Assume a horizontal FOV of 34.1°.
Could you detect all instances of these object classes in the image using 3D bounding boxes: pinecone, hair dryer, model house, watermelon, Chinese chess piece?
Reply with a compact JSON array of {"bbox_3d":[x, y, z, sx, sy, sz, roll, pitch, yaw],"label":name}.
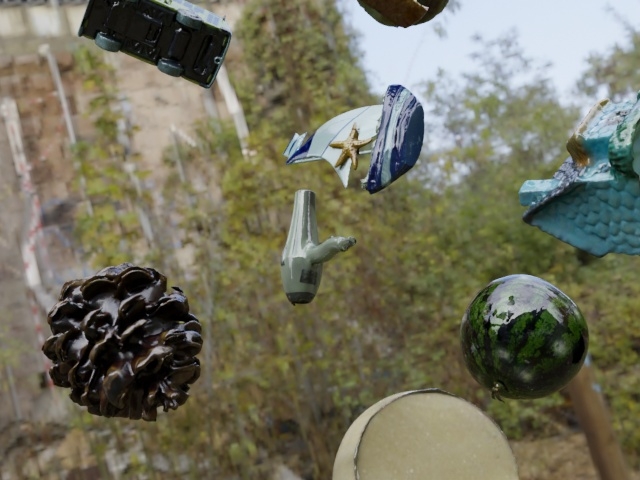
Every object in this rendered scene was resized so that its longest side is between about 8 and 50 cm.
[{"bbox_3d":[-0.289,0.157,1.604,0.257,0.244,0.243,10,10,34],"label":"pinecone"},{"bbox_3d":[-0.011,-0.018,1.973,0.088,0.219,0.225,10,-40,-28],"label":"hair dryer"},{"bbox_3d":[0.456,-0.132,1.671,0.241,0.226,0.261,2,35,42],"label":"model house"},{"bbox_3d":[0.414,0.200,2.145,0.269,0.269,0.269,-15,-5,-1],"label":"watermelon"},{"bbox_3d":[0.189,0.431,1.854,0.338,0.338,0.140,-12,-22,-23],"label":"Chinese chess piece"}]

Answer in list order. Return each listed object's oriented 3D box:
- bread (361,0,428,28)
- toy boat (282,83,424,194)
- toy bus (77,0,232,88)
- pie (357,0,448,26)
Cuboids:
[{"bbox_3d":[0.079,-0.399,1.618,0.187,0.103,0.065,23,-67,-36],"label":"bread"},{"bbox_3d":[0.053,-0.170,1.837,0.291,0.221,0.067,-6,-30,42],"label":"toy boat"},{"bbox_3d":[-0.301,-0.397,1.945,0.262,0.128,0.150,22,20,-12],"label":"toy bus"},{"bbox_3d":[0.149,-0.456,1.868,0.186,0.041,0.187,-2,-39,-1],"label":"pie"}]
